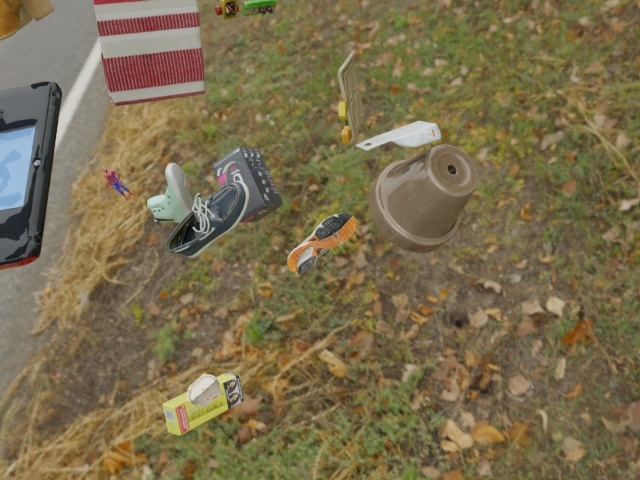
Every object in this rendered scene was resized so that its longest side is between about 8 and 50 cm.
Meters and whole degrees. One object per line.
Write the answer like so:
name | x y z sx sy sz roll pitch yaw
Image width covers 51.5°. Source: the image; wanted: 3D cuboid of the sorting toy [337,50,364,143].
sorting toy | 0.076 -0.402 1.918 0.041 0.229 0.307 -3 27 14

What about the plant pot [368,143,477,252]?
plant pot | 0.286 -0.128 1.730 0.263 0.263 0.229 -58 5 -31

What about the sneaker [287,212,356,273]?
sneaker | 0.000 0.000 2.134 0.262 0.099 0.121 -37 5 1

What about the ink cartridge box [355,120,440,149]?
ink cartridge box | 0.187 -0.240 1.615 0.179 0.045 0.145 -23 15 -2

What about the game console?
game console | -0.650 -0.108 1.223 0.341 0.060 0.387 -11 63 14

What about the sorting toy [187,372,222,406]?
sorting toy | -0.279 0.372 1.623 0.083 0.075 0.045 -40 41 -11

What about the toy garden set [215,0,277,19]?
toy garden set | -0.196 -0.748 1.934 0.203 0.244 0.049 -19 64 -27

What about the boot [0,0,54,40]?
boot | -0.866 -0.666 1.781 0.295 0.211 0.104 -11 36 33

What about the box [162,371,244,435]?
box | -0.321 0.448 1.838 0.058 0.088 0.232 -1 12 43

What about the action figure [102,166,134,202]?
action figure | -0.562 -0.157 1.826 0.038 0.115 0.030 -24 28 20

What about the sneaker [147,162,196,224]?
sneaker | -0.498 -0.141 2.134 0.151 0.256 0.094 -1 49 6

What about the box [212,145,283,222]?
box | -0.297 -0.227 2.706 0.165 0.271 0.143 -31 -12 28

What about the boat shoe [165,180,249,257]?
boat shoe | -0.266 -0.050 1.535 0.254 0.079 0.095 -37 65 30

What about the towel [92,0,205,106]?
towel | -0.397 -0.488 1.545 0.236 0.329 0.037 -12 32 -19
